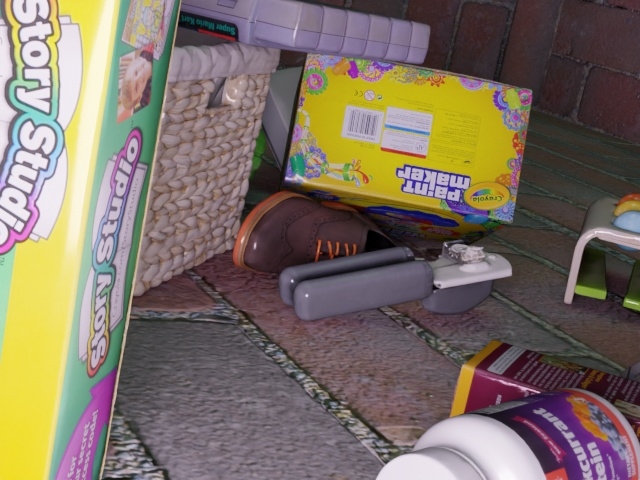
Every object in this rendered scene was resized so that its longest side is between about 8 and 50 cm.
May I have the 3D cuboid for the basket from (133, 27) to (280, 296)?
[{"bbox_3d":[-0.264,-0.128,1.295,0.331,0.266,0.328,16,14,14],"label":"basket"}]

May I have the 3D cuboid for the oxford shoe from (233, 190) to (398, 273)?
[{"bbox_3d":[0.000,0.000,1.356,0.098,0.096,0.271,24,17,29],"label":"oxford shoe"}]

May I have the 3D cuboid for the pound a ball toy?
[{"bbox_3d":[0.458,0.016,1.570,0.208,0.135,0.319,15,15,14],"label":"pound a ball toy"}]

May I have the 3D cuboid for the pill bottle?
[{"bbox_3d":[0.125,0.164,0.764,0.108,0.108,0.194,23,18,39],"label":"pill bottle"}]

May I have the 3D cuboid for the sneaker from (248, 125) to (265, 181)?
[{"bbox_3d":[-0.219,-0.168,1.730,0.185,0.202,0.482,28,22,-27],"label":"sneaker"}]

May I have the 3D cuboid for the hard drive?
[{"bbox_3d":[-0.026,-0.185,1.893,0.040,0.203,0.307,-23,5,18],"label":"hard drive"}]

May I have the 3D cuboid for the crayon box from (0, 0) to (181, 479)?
[{"bbox_3d":[-0.269,-0.034,0.704,0.313,0.362,0.106,14,14,9],"label":"crayon box"}]

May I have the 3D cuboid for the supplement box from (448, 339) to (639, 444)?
[{"bbox_3d":[0.208,0.153,0.931,0.188,0.080,0.104,16,14,20],"label":"supplement box"}]

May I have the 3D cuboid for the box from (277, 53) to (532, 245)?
[{"bbox_3d":[0.099,-0.115,1.543,0.290,0.177,0.279,10,-7,-3],"label":"box"}]

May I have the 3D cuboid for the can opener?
[{"bbox_3d":[0.090,0.052,1.264,0.280,0.093,0.074,-5,24,-28],"label":"can opener"}]

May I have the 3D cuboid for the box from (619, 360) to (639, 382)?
[{"bbox_3d":[0.356,0.140,1.033,0.145,0.038,0.186,13,-12,7],"label":"box"}]

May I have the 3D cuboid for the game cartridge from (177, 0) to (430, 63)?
[{"bbox_3d":[-0.084,-0.256,1.286,0.355,0.068,0.230,21,20,39],"label":"game cartridge"}]
